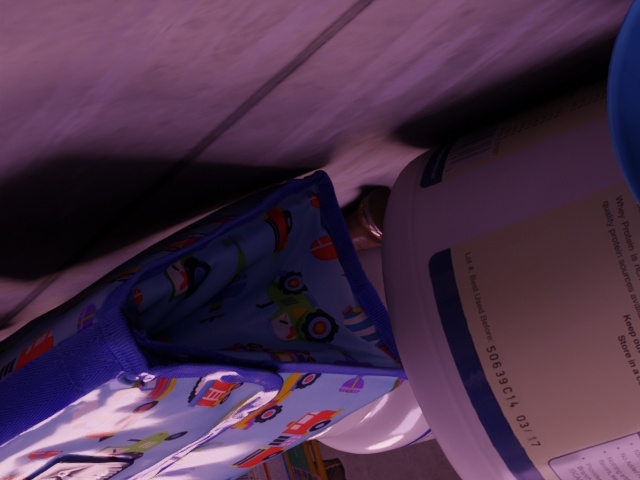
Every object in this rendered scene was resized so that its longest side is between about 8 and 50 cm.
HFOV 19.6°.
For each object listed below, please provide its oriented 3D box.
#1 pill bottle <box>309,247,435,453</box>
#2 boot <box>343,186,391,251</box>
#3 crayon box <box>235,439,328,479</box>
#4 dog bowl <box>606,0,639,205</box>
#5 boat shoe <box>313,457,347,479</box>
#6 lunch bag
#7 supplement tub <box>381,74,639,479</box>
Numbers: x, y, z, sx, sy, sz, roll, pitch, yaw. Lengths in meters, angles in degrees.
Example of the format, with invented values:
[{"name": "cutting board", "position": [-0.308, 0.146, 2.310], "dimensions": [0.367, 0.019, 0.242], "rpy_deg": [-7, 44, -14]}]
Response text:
[{"name": "pill bottle", "position": [0.058, 0.074, 1.354], "dimensions": [0.152, 0.152, 0.272], "rpy_deg": [-24, 169, 36]}, {"name": "boot", "position": [0.000, 0.000, 1.189], "dimensions": [0.114, 0.037, 0.106], "rpy_deg": [-15, 170, 16]}, {"name": "crayon box", "position": [-0.076, 0.145, 1.367], "dimensions": [0.083, 0.203, 0.323], "rpy_deg": [-18, 171, 10]}, {"name": "dog bowl", "position": [0.274, -0.085, 0.808], "dimensions": [0.297, 0.166, 0.074], "rpy_deg": [-19, -178, 13]}, {"name": "boat shoe", "position": [-0.153, 0.206, 1.689], "dimensions": [0.355, 0.130, 0.132], "rpy_deg": [-2, 175, -1]}, {"name": "lunch bag", "position": [-0.119, 0.077, 0.954], "dimensions": [0.221, 0.138, 0.293], "rpy_deg": [-31, 170, 26]}, {"name": "supplement tub", "position": [0.223, 0.009, 1.002], "dimensions": [0.325, 0.235, 0.235], "rpy_deg": [-21, 170, 26]}]
